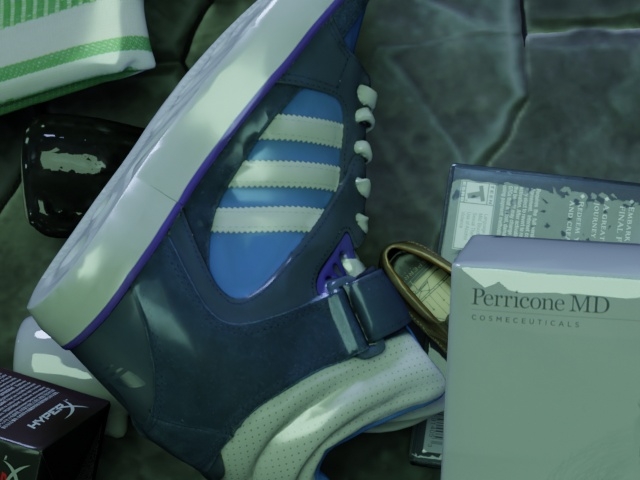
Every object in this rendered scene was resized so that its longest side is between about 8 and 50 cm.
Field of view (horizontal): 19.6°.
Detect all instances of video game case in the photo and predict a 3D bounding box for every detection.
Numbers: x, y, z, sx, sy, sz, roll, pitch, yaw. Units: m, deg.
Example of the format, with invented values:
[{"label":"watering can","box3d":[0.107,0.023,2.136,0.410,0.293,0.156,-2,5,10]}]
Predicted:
[{"label":"video game case","box3d":[0.204,0.061,1.155,0.274,0.026,0.196,7,76,9]}]

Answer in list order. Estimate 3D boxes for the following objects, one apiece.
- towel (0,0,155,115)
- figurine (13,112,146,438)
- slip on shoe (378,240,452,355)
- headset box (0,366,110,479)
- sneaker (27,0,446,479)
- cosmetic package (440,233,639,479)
[{"label":"towel","box3d":[-0.244,-0.231,1.218,0.248,0.038,0.325,-15,74,13]},{"label":"figurine","box3d":[-0.082,0.024,1.179,0.209,0.092,0.215,-1,76,4]},{"label":"slip on shoe","box3d":[0.090,0.047,1.140,0.051,0.041,0.135,-45,73,-5]},{"label":"headset box","box3d":[-0.297,0.167,1.116,0.293,0.110,0.218,17,104,12]},{"label":"sneaker","box3d":[0.000,0.000,1.107,0.236,0.130,0.323,40,63,-12]},{"label":"cosmetic package","box3d":[0.184,0.119,1.046,0.224,0.138,0.225,3,96,9]}]
